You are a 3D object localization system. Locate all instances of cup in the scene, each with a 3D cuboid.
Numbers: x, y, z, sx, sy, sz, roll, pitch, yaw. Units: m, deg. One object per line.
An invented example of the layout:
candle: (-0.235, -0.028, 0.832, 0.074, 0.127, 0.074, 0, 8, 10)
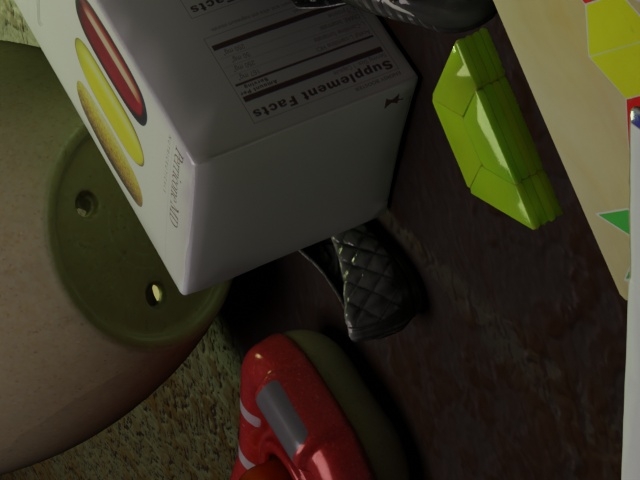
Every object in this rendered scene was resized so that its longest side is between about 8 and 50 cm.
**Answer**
cup: (-0.195, 0.003, 1.338, 0.237, 0.331, 0.331, -8, 105, 44)

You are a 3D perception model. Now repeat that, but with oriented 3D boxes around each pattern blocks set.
pattern blocks set: (0.131, -0.054, 0.724, 0.285, 0.026, 0.325, 6, 120, 60)

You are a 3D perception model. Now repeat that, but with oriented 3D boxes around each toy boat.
toy boat: (-0.037, 0.176, 1.267, 0.151, 0.151, 0.231, 56, 157, 32)

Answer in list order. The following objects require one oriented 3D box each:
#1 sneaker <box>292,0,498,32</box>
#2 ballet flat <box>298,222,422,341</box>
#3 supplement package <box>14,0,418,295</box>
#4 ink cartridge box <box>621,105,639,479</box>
sneaker: (0.010, -0.151, 0.925, 0.234, 0.078, 0.106, 33, 169, 35)
ballet flat: (0.000, 0.000, 1.137, 0.173, 0.049, 0.057, 45, 150, 47)
supplement package: (-0.069, -0.118, 1.068, 0.244, 0.134, 0.139, 58, 159, 26)
ink cartridge box: (0.229, 0.146, 0.628, 0.324, 0.071, 0.330, 39, 144, 42)
